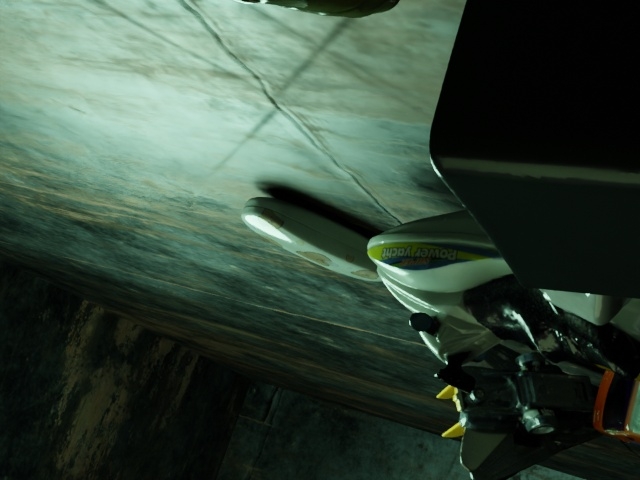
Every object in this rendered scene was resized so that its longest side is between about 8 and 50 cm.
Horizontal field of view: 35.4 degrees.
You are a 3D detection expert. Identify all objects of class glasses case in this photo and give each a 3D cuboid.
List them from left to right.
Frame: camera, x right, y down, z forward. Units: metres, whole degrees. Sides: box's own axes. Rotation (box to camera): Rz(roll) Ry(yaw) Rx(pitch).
[{"bbox_3d":[0.000,0.000,0.967,0.164,0.041,0.063,25,166,-24],"label":"glasses case"}]

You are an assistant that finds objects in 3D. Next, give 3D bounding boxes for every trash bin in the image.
[{"bbox_3d":[0.183,-0.039,0.400,0.226,0.115,0.165,8,162,28],"label":"trash bin"}]

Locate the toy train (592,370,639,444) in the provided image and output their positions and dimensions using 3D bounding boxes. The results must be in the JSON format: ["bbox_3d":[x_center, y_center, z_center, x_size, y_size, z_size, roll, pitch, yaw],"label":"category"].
[{"bbox_3d":[0.478,0.204,1.027,0.410,0.086,0.089,12,164,31],"label":"toy train"}]

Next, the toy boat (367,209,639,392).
[{"bbox_3d":[0.152,0.044,0.742,0.270,0.140,0.141,-9,153,35],"label":"toy boat"}]

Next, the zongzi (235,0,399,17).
[{"bbox_3d":[-0.065,-0.159,0.240,0.221,0.112,0.242,20,166,5],"label":"zongzi"}]

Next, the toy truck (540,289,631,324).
[{"bbox_3d":[0.259,0.023,0.525,0.286,0.111,0.136,22,139,32],"label":"toy truck"}]

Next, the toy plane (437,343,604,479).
[{"bbox_3d":[0.302,0.198,1.207,0.316,0.204,0.103,3,150,-13],"label":"toy plane"}]

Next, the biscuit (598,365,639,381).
[{"bbox_3d":[0.330,0.101,0.921,0.262,0.037,0.262,19,168,4],"label":"biscuit"}]
